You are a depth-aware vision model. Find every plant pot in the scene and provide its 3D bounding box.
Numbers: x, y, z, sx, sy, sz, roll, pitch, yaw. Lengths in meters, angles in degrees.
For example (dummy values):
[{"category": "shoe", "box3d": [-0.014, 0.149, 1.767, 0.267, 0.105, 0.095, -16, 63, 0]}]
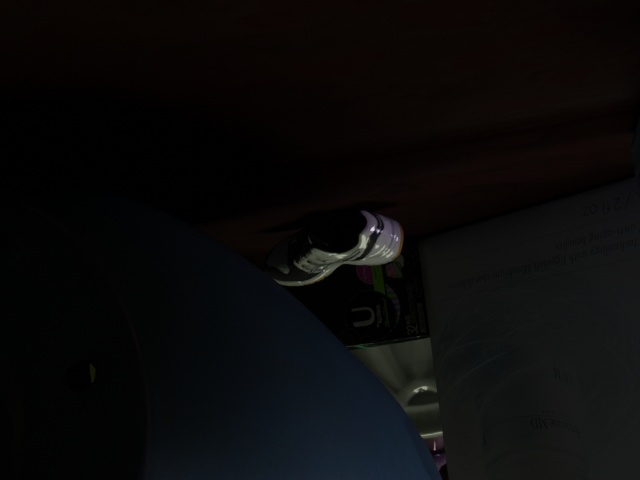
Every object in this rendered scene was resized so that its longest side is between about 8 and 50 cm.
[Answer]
[{"category": "plant pot", "box3d": [-0.105, 0.111, 0.422, 0.293, 0.293, 0.235, -8, 153, 9]}]

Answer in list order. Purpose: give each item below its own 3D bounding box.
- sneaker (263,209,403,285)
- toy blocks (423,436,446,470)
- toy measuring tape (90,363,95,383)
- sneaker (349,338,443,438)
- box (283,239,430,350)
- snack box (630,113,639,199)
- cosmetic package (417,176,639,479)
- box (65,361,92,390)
[{"category": "sneaker", "box3d": [0.000, 0.000, 0.601, 0.083, 0.032, 0.037, -18, 154, 32]}, {"category": "toy blocks", "box3d": [0.244, 0.182, 0.994, 0.288, 0.260, 0.309, 0, -173, -39]}, {"category": "toy measuring tape", "box3d": [-0.122, 0.092, 0.681, 0.121, 0.121, 0.330, -14, -173, 42]}, {"category": "sneaker", "box3d": [0.028, 0.084, 0.926, 0.322, 0.130, 0.236, -14, 180, 13]}, {"category": "box", "box3d": [0.024, 0.037, 0.741, 0.083, 0.062, 0.052, -9, 173, 16]}, {"category": "snack box", "box3d": [0.164, -0.040, 0.407, 0.100, 0.037, 0.141, -10, 170, 10]}, {"category": "cosmetic package", "box3d": [0.186, 0.087, 0.658, 0.138, 0.225, 0.224, -2, 170, -36]}, {"category": "box", "box3d": [-0.159, 0.147, 1.311, 0.322, 0.079, 0.257, -3, 173, -26]}]
